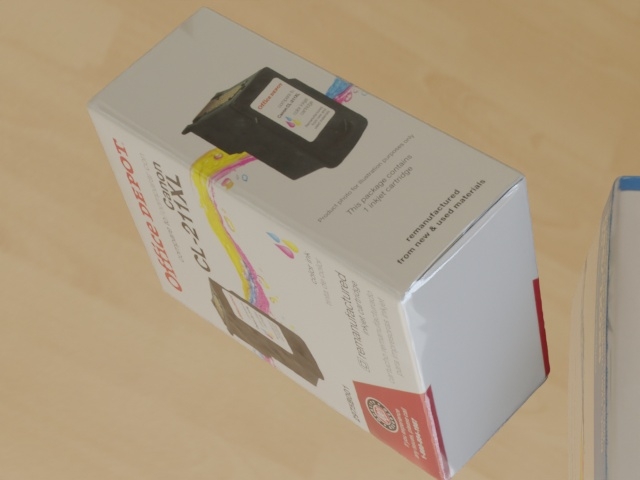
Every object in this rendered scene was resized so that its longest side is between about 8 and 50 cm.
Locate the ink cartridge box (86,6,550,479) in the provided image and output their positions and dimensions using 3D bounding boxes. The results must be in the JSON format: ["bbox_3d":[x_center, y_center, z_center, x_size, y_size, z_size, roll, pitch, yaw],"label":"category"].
[{"bbox_3d":[0.000,0.000,0.654,0.072,0.175,0.127,-43,143,-22],"label":"ink cartridge box"}]

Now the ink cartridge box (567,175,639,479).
[{"bbox_3d":[0.209,0.082,0.760,0.171,0.232,0.168,2,76,5],"label":"ink cartridge box"}]
